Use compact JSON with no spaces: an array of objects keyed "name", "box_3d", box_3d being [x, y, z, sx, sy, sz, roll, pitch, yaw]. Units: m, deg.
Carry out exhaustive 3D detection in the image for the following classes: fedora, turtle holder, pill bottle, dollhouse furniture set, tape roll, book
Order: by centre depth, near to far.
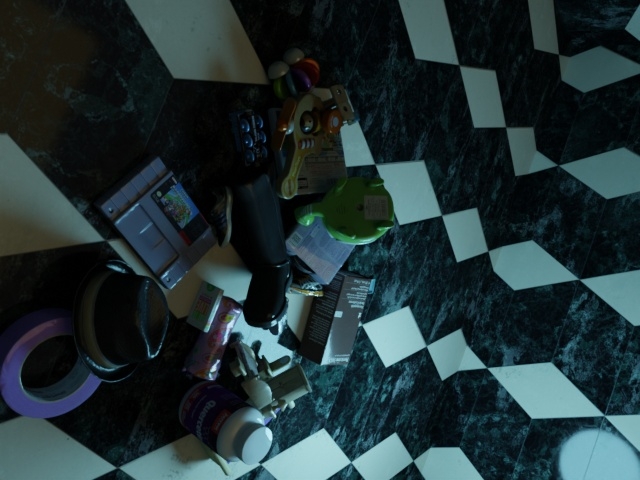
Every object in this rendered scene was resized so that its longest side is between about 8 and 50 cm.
[{"name":"tape roll","box_3d":[-0.711,0.322,1.430,0.275,0.090,0.275,-18,115,-44]},{"name":"fedora","box_3d":[-0.516,0.213,1.470,0.334,0.152,0.334,-6,90,-71]},{"name":"book","box_3d":[-0.372,0.215,1.756,0.035,0.096,0.144,26,83,-47]},{"name":"pill bottle","box_3d":[-0.312,0.602,1.780,0.181,0.323,0.181,-18,115,-43]},{"name":"dollhouse furniture set","box_3d":[-0.185,0.406,1.846,0.173,0.303,0.355,-28,127,-5]},{"name":"turtle holder","box_3d":[0.095,-0.083,1.930,0.320,0.227,0.243,-30,87,-14]},{"name":"dollhouse furniture set","box_3d":[0.073,-0.481,1.939,0.183,0.129,0.129,-25,97,-44]}]

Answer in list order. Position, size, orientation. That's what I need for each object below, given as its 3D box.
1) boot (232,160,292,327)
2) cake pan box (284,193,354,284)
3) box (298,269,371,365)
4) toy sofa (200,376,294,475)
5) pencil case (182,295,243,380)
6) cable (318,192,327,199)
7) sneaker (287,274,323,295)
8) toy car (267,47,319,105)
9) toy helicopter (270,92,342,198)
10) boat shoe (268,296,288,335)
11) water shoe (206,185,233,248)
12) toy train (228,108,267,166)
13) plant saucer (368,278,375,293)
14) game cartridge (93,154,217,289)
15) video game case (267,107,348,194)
[{"name":"boot","box_3d":[-0.195,0.005,1.755,0.367,0.146,0.445,-82,169,-62]},{"name":"cake pan box","box_3d":[0.000,0.000,2.046,0.246,0.070,0.267,42,68,-18]},{"name":"box","box_3d":[0.060,0.314,2.231,0.191,0.143,0.381,12,96,-49]},{"name":"toy sofa","box_3d":[-0.250,0.674,1.984,0.362,0.177,0.150,-41,129,-32]},{"name":"pencil case","box_3d":[-0.357,0.321,1.796,0.124,0.124,0.284,27,83,-48]},{"name":"cable","box_3d":[0.043,-0.229,2.054,0.150,0.047,0.184,50,45,-15]},{"name":"sneaker","box_3d":[-0.069,0.170,2.094,0.215,0.084,0.083,13,80,-52]},{"name":"toy car","box_3d":[-0.074,-0.539,1.798,0.182,0.136,0.159,-49,134,-25]},{"name":"toy helicopter","box_3d":[-0.079,-0.312,1.764,0.235,0.140,0.355,23,83,-54]},{"name":"boat shoe","box_3d":[-0.151,0.247,2.024,0.076,0.080,0.229,-26,122,-47]},{"name":"water shoe","box_3d":[-0.331,-0.076,1.740,0.080,0.073,0.203,1,98,-25]},{"name":"toy train","box_3d":[-0.230,-0.328,1.723,0.080,0.105,0.184,-26,120,-36]},{"name":"plant saucer","box_3d":[0.176,0.209,2.412,0.192,0.018,0.067,-1,104,-46]},{"name":"game cartridge","box_3d":[-0.468,-0.050,1.595,0.230,0.068,0.355,-46,132,-21]},{"name":"video game case","box_3d":[-0.035,-0.317,1.929,0.329,0.036,0.300,-11,93,-45]}]
